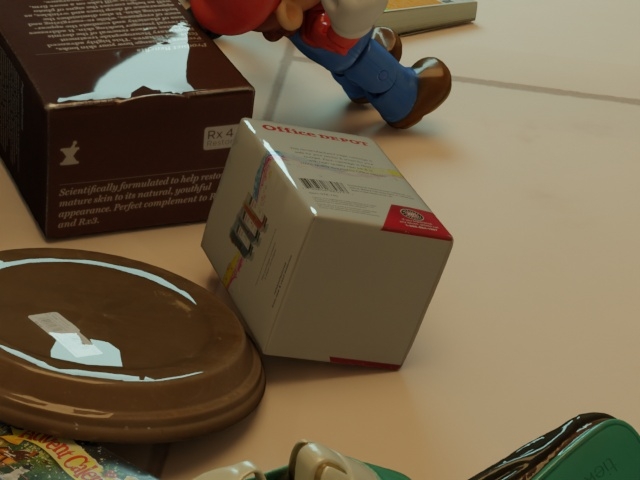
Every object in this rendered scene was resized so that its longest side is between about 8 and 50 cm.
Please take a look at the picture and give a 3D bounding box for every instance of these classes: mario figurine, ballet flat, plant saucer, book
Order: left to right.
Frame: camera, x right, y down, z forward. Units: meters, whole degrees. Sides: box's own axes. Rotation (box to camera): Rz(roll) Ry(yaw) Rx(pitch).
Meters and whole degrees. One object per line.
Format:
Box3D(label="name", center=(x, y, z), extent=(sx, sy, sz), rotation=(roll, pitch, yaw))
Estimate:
Box3D(label="plant saucer", center=(-0.174, 0.070, 1.358), extent=(0.277, 0.041, 0.278), rotation=(11, 21, -4))
Box3D(label="ballet flat", center=(-0.028, 0.180, 1.193), extent=(0.247, 0.087, 0.083), rotation=(-14, 41, -31))
Box3D(label="mario figurine", center=(0.013, -0.236, 1.706), extent=(0.198, 0.170, 0.320), rotation=(-6, -25, 34))
Box3D(label="book", center=(0.092, -0.267, 2.046), extent=(0.144, 0.035, 0.096), rotation=(-14, 32, -31))
Box3D(label="ballet flat", center=(0.101, 0.201, 1.171), extent=(0.280, 0.095, 0.096), rotation=(-24, 0, -35))

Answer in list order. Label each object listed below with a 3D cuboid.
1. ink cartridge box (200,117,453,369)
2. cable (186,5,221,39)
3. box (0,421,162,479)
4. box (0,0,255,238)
Box3D(label="ink cartridge box", center=(0.000, 0.000, 1.448), extent=(0.128, 0.127, 0.176), rotation=(8, 26, -26))
Box3D(label="cable", center=(-0.091, -0.248, 1.878), extent=(0.047, 0.184, 0.150), rotation=(51, 22, -5))
Box3D(label="box", center=(-0.240, 0.168, 1.219), extent=(0.233, 0.044, 0.159), rotation=(24, 34, 28))
Box3D(label="box", center=(-0.218, -0.157, 1.698), extent=(0.191, 0.143, 0.381), rotation=(-7, 30, -22))
